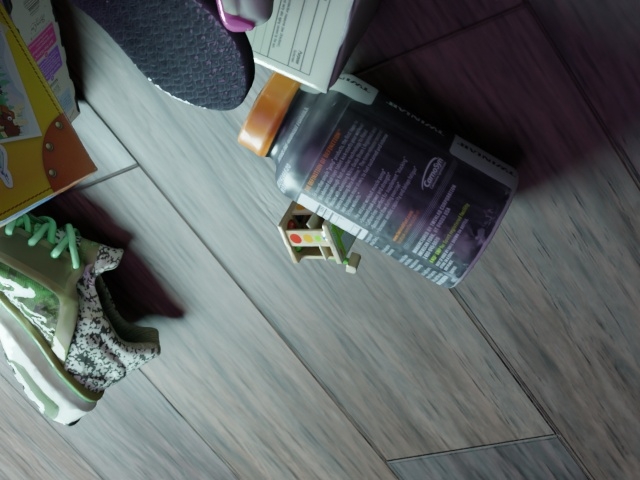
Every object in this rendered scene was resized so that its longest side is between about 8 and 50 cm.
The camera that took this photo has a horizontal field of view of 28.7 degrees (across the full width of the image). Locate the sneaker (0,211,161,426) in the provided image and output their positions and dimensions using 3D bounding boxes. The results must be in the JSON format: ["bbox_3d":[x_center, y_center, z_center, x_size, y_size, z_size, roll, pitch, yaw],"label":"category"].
[{"bbox_3d":[-0.325,0.020,1.475,0.182,0.158,0.410,-26,118,7],"label":"sneaker"}]

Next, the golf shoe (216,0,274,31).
[{"bbox_3d":[-0.021,-0.294,0.871,0.140,0.115,0.306,1,114,-6],"label":"golf shoe"}]

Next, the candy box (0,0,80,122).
[{"bbox_3d":[-0.350,-0.202,1.282,0.165,0.070,0.196,11,134,20],"label":"candy box"}]

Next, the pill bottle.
[{"bbox_3d":[0.048,-0.069,1.156,0.245,0.130,0.130,30,138,-2],"label":"pill bottle"}]

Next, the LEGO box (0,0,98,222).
[{"bbox_3d":[-0.495,-0.191,1.169,0.372,0.193,0.500,-22,100,43],"label":"LEGO box"}]

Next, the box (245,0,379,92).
[{"bbox_3d":[-0.060,-0.253,1.038,0.232,0.127,0.149,24,138,4],"label":"box"}]

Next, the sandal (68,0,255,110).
[{"bbox_3d":[-0.150,-0.205,1.008,0.254,0.054,0.097,39,132,3],"label":"sandal"}]

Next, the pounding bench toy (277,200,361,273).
[{"bbox_3d":[0.000,0.000,1.306,0.065,0.052,0.083,-1,130,29],"label":"pounding bench toy"}]
